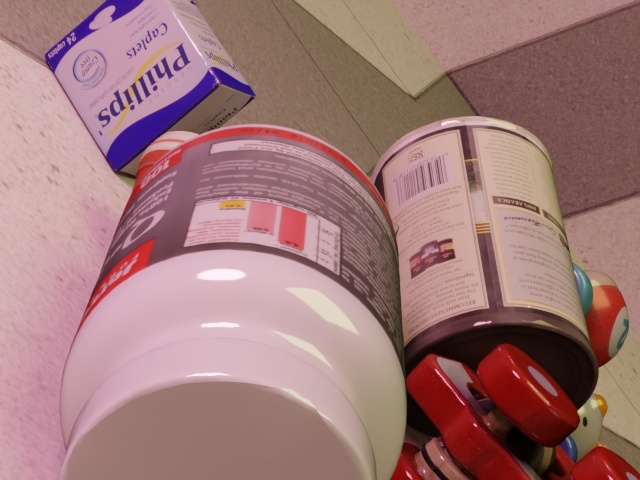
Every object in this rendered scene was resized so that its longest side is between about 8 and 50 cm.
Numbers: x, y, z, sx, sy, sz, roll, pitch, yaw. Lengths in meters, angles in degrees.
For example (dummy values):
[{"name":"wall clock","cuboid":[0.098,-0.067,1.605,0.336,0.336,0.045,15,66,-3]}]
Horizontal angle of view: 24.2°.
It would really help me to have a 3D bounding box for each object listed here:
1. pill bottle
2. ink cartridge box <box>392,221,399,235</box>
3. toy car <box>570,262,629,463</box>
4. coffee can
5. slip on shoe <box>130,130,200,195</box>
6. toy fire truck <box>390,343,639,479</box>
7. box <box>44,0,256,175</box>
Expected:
[{"name":"pill bottle","cuboid":[-0.050,0.075,0.951,0.210,0.210,0.363,47,16,-16]},{"name":"ink cartridge box","cuboid":[-0.041,-0.025,1.314,0.209,0.062,0.109,30,19,3]},{"name":"toy car","cuboid":[0.274,0.173,1.698,0.219,0.210,0.238,30,38,-63]},{"name":"coffee can","cuboid":[0.161,0.038,1.528,0.201,0.202,0.275,39,34,-38]},{"name":"slip on shoe","cuboid":[-0.048,0.057,1.225,0.331,0.123,0.101,51,52,-31]},{"name":"toy fire truck","cuboid":[0.205,0.233,1.339,0.302,0.169,0.254,50,13,28]},{"name":"box","cuboid":[-0.151,-0.145,1.315,0.137,0.126,0.072,56,15,18]}]
